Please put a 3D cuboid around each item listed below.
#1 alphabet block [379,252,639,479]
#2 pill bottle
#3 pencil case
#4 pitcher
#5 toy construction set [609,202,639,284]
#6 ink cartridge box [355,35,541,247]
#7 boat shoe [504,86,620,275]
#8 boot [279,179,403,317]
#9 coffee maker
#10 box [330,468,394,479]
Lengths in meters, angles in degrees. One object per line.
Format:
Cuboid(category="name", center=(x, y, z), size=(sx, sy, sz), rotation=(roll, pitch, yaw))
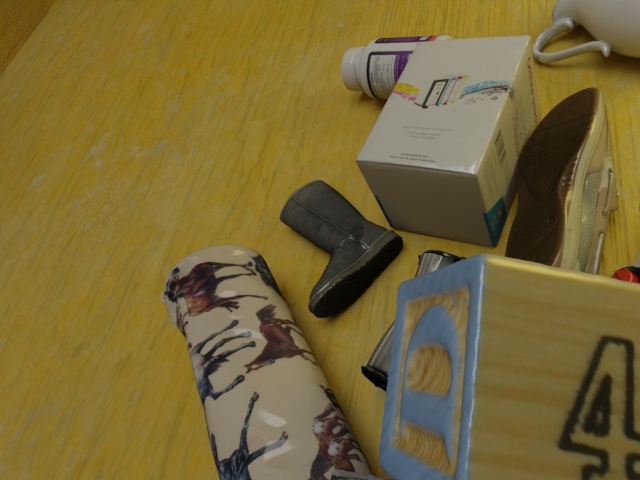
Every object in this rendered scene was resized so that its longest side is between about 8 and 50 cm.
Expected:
Cuboid(category="alphabet block", center=(0.180, 0.134, 0.446), size=(0.197, 0.192, 0.193), rotation=(11, 78, -9))
Cuboid(category="pill bottle", center=(0.138, -0.306, 0.905), size=(0.194, 0.108, 0.108), rotation=(14, 66, 34))
Cuboid(category="pencil case", center=(-0.092, 0.184, 0.655), size=(0.184, 0.159, 0.410), rotation=(-25, 48, -8))
Cuboid(category="pitcher", center=(0.440, -0.330, 0.764), size=(0.177, 0.126, 0.207), rotation=(-53, 36, 14))
Cuboid(category="toy construction set", center=(0.405, 0.033, 0.473), size=(0.327, 0.151, 0.215), rotation=(-51, 15, -10))
Cuboid(category="ink cartridge box", center=(0.192, -0.143, 0.720), size=(0.168, 0.171, 0.232), rotation=(13, 65, 34))
Cuboid(category="boat shoe", center=(0.320, -0.059, 0.646), size=(0.109, 0.098, 0.302), rotation=(-24, 41, 59))
Cuboid(category="boot", center=(0.000, 0.002, 0.789), size=(0.190, 0.076, 0.208), rotation=(-39, 54, -20))
Cuboid(category="coffee maker", center=(0.161, 0.123, 0.605), size=(0.171, 0.120, 0.178), rotation=(32, 74, -1))
Cuboid(category="box", center=(0.117, 0.285, 0.399), size=(0.248, 0.163, 0.142), rotation=(9, 77, 5))
